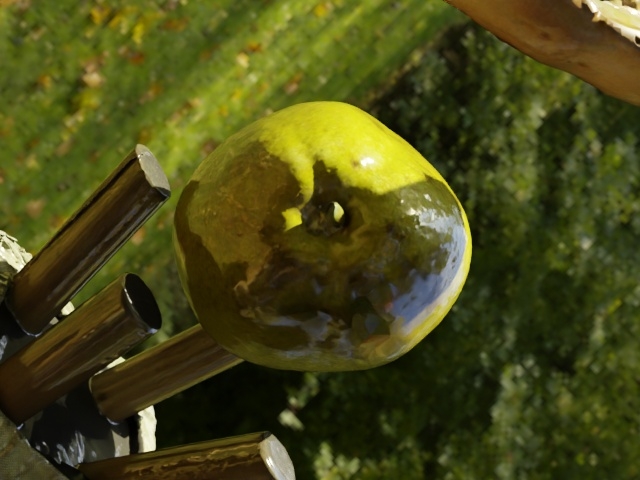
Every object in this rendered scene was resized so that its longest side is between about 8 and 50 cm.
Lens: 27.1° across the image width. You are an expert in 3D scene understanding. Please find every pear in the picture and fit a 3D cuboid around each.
[{"bbox_3d":[0.000,0.000,1.214,0.269,0.269,0.321,-43,180,-10],"label":"pear"}]

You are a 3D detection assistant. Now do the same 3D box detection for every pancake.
[{"bbox_3d":[0.089,-0.125,0.555,0.212,0.257,0.056,-14,148,-50],"label":"pancake"}]

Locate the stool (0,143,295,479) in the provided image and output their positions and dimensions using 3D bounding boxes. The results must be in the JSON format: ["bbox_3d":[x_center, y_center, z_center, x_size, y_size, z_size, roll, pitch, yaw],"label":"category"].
[{"bbox_3d":[-0.184,0.121,1.260,0.226,0.310,0.310,-27,-149,14],"label":"stool"}]
